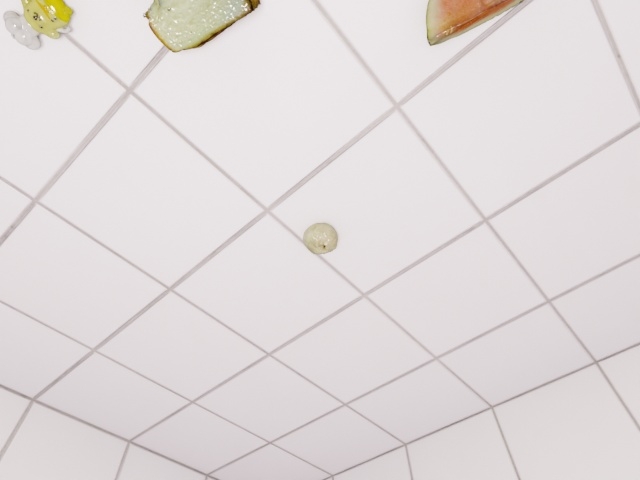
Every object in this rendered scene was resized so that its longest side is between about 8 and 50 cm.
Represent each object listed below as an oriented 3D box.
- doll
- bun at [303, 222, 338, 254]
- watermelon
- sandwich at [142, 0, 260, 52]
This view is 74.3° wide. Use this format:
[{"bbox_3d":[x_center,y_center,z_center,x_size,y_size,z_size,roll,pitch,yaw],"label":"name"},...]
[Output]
[{"bbox_3d":[-0.651,-0.509,0.974,0.162,0.062,0.106,-23,119,16],"label":"doll"},{"bbox_3d":[0.000,0.000,1.365,0.115,0.069,0.115,0,125,0],"label":"bun"},{"bbox_3d":[0.366,-0.532,0.951,0.303,0.159,0.128,-23,154,12],"label":"watermelon"},{"bbox_3d":[-0.302,-0.563,0.901,0.249,0.095,0.273,-23,133,17],"label":"sandwich"}]
